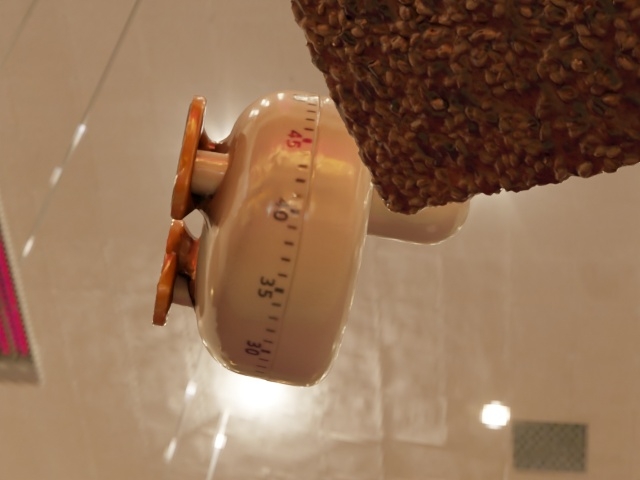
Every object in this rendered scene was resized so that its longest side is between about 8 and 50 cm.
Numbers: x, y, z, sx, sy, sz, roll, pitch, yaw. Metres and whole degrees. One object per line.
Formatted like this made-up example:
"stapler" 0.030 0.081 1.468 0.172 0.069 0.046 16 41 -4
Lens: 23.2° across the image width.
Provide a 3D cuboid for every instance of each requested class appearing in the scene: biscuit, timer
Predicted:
"biscuit" 0.092 -0.086 0.680 0.237 0.026 0.131 -12 -68 44
"timer" 0.000 0.000 1.225 0.240 0.233 0.233 11 -50 -5
